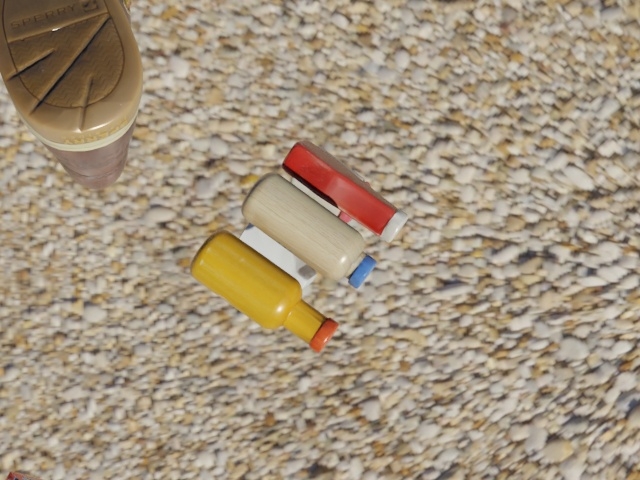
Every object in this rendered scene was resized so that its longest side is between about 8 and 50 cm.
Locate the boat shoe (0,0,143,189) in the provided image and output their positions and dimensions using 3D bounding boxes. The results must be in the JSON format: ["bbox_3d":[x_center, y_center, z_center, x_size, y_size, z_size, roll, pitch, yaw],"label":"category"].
[{"bbox_3d":[-0.201,-0.193,0.913,0.123,0.123,0.342,-17,65,-9],"label":"boat shoe"}]

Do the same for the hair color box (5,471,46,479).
[{"bbox_3d":[-0.183,0.243,0.935,0.053,0.167,0.093,28,88,42],"label":"hair color box"}]

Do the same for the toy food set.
[{"bbox_3d":[0.000,0.000,0.903,0.104,0.232,0.111,36,101,6],"label":"toy food set"}]
